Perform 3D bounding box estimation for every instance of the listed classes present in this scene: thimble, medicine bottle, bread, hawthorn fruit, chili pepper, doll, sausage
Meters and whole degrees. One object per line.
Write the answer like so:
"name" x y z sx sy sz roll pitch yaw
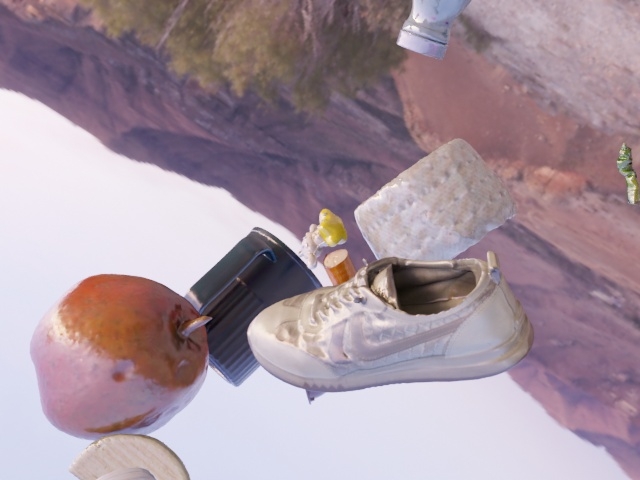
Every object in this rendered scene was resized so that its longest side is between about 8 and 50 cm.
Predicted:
"thimble" 0.230 -0.059 1.441 0.195 0.292 0.291 56 -175 3
"medicine bottle" 0.166 -0.349 0.934 0.091 0.216 0.090 17 -161 -6
"bread" -0.264 0.344 1.077 0.193 0.112 0.036 33 -178 -2
"hawthorn fruit" -0.295 0.179 1.155 0.277 0.298 0.276 55 -157 -37
"chili pepper" 0.397 -0.085 0.928 0.027 0.083 0.022 -19 -172 -34
"doll" 0.000 -0.004 1.446 0.071 0.113 0.135 39 -176 -21
"sausage" 0.036 0.061 0.780 0.107 0.031 0.031 64 170 -25

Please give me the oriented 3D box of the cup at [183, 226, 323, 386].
"cup" -0.161 0.150 1.608 0.242 0.292 0.308 47 165 -4

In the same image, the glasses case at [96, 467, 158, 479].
"glasses case" -0.178 0.284 0.632 0.067 0.178 0.045 0 -166 -37

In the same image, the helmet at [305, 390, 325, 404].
"helmet" -0.004 0.185 1.062 0.089 0.057 0.111 -107 3 -50

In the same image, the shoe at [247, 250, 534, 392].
"shoe" 0.052 0.069 0.677 0.103 0.275 0.098 -69 -35 -55
